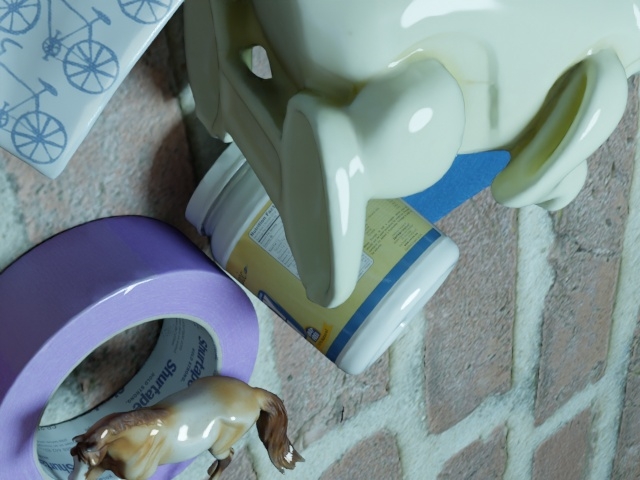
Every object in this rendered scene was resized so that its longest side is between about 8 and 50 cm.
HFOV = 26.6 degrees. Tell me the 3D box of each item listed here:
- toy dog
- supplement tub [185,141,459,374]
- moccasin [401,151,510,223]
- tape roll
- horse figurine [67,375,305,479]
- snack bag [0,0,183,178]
[{"bbox_3d":[0.125,-0.201,0.990,0.408,0.284,0.395,-17,129,-19],"label":"toy dog"},{"bbox_3d":[0.000,0.000,1.140,0.144,0.200,0.144,-48,172,-10],"label":"supplement tub"},{"bbox_3d":[0.145,-0.127,1.278,0.342,0.117,0.137,-29,147,-20],"label":"moccasin"},{"bbox_3d":[-0.188,0.116,1.172,0.275,0.090,0.275,-29,141,-26],"label":"tape roll"},{"bbox_3d":[-0.122,0.180,1.171,0.263,0.066,0.174,-13,138,-37],"label":"horse figurine"},{"bbox_3d":[-0.176,-0.253,0.728,0.323,0.037,0.342,36,94,-22],"label":"snack bag"}]
